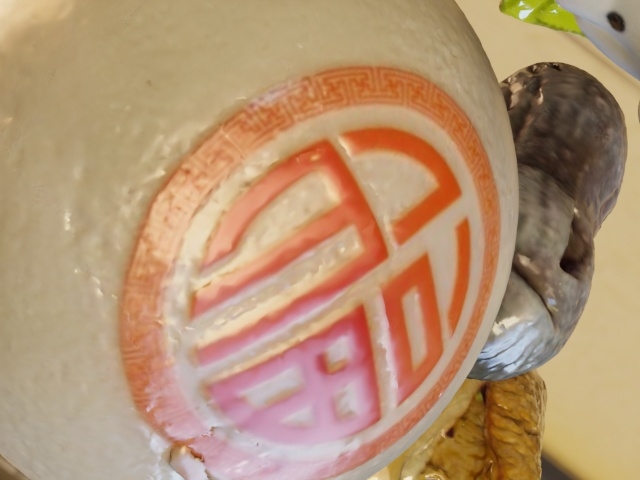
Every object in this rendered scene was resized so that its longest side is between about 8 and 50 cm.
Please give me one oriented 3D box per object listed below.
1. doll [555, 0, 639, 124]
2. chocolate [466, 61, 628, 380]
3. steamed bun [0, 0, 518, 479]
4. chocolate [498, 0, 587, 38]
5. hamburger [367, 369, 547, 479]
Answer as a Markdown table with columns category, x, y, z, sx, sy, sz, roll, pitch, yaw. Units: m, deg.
| category | x | y | z | sx | sy | sz | roll | pitch | yaw |
| --- | --- | --- | --- | --- | --- | --- | --- | --- | --- |
| doll | 0.183 | -0.098 | 0.914 | 0.107 | 0.110 | 0.181 | -13 | -108 | -46 |
| chocolate | 0.105 | -0.012 | 1.066 | 0.110 | 0.110 | 0.248 | 37 | -142 | -1 |
| steamed bun | -0.031 | -0.003 | 0.832 | 0.283 | 0.283 | 0.177 | 36 | 178 | -37 |
| chocolate | 0.344 | -0.287 | 1.813 | 0.300 | 0.137 | 0.289 | 15 | 159 | -2 |
| hamburger | 0.028 | 0.164 | 1.179 | 0.170 | 0.290 | 0.314 | 32 | -160 | -2 |
